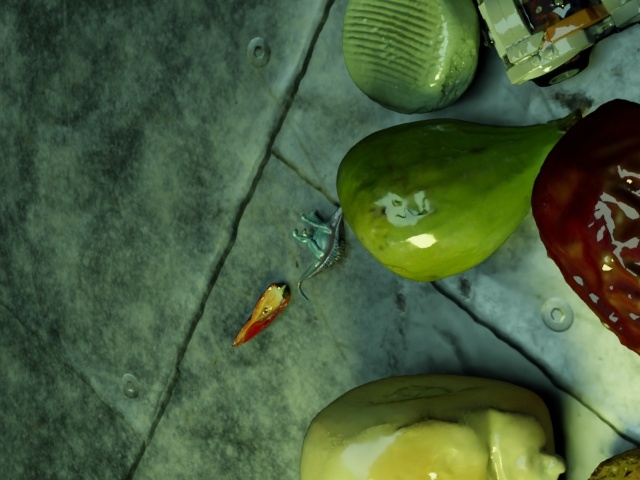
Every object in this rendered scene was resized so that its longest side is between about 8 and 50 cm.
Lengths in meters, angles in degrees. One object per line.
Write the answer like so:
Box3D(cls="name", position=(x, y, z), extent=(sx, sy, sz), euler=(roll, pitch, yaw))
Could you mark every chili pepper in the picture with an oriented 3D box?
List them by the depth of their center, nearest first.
Box3D(cls="chili pepper", position=(-0.097, 0.127, 1.748), extent=(0.045, 0.027, 0.178), euler=(53, 124, 21))

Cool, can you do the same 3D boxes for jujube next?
Box3D(cls="jujube", position=(0.418, 0.011, 1.199), extent=(0.377, 0.276, 0.276), euler=(51, 123, 19))

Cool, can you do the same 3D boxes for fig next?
Box3D(cls="fig", position=(0.171, -0.073, 1.387), extent=(0.314, 0.233, 0.233), euler=(-27, 82, 42))

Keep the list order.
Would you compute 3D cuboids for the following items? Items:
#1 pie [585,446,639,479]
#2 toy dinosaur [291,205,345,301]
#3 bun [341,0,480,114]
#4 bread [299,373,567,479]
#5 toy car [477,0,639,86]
Box3D(cls="pie", position=(0.426, 0.392, 1.331), extent=(0.273, 0.069, 0.274), euler=(-8, 70, 24))
Box3D(cls="toy dinosaur", position=(0.000, 0.000, 1.640), extent=(0.080, 0.045, 0.197), euler=(29, 106, 20))
Box3D(cls="bun", position=(0.132, -0.272, 1.442), extent=(0.221, 0.108, 0.221), euler=(13, 107, 48))
Box3D(cls="bread", position=(0.143, 0.377, 1.462), extent=(0.347, 0.253, 0.376), euler=(-6, 97, -6))
Box3D(cls="toy car", position=(0.329, -0.325, 1.295), extent=(0.301, 0.118, 0.193), euler=(-26, 81, 36))
